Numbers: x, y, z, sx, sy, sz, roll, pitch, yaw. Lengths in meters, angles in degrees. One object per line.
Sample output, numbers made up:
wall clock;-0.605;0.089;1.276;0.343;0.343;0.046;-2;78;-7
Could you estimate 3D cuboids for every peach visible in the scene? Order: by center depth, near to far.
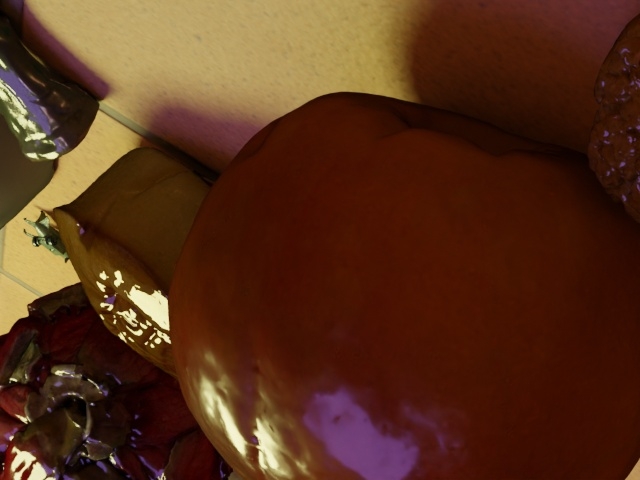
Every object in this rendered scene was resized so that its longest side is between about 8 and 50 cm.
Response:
peach;0.067;0.067;0.987;0.342;0.302;0.343;16;-170;-3

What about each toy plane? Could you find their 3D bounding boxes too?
toy plane;-0.309;0.000;1.685;0.080;0.033;0.083;-5;140;33

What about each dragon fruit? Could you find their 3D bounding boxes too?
dragon fruit;-0.238;0.202;1.661;0.329;0.329;0.329;26;156;12

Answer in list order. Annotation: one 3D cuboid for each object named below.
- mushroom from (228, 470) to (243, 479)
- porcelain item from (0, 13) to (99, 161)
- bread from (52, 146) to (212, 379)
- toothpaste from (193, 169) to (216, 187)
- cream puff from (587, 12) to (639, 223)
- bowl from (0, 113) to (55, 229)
mushroom;-0.104;0.295;1.871;0.215;0.207;0.207;6;177;-41
porcelain item;-0.297;-0.166;1.295;0.081;0.069;0.216;-7;136;41
bread;-0.132;0.043;1.368;0.270;0.148;0.270;41;164;14
toothpaste;0.000;0.000;1.289;0.301;0.048;0.075;21;177;42
cream puff;0.220;-0.059;0.825;0.150;0.115;0.165;-4;137;48
bowl;-0.470;-0.097;1.497;0.353;0.185;0.354;26;156;12
